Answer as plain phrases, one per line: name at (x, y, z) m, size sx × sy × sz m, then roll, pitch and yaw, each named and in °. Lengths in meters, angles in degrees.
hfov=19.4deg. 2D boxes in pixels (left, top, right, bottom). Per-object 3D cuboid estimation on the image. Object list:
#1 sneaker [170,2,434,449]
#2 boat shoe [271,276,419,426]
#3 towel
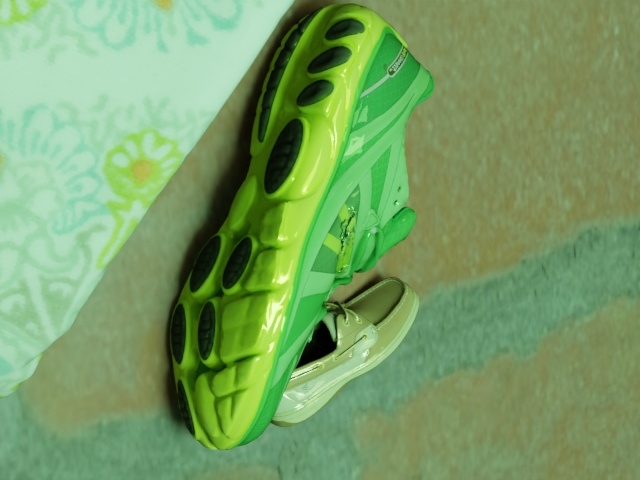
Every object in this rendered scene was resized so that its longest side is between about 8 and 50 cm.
sneaker at (0.000, 0.000, 1.184) m, size 0.123 × 0.109 × 0.295 m, roll 25°, pitch 84°, yaw -34°
boat shoe at (0.011, 0.066, 1.244) m, size 0.135 × 0.050 × 0.045 m, roll -43°, pitch 127°, yaw -22°
towel at (-0.198, -0.108, 0.914) m, size 0.320 × 0.090 × 0.374 m, roll 26°, pitch 111°, yaw -31°
